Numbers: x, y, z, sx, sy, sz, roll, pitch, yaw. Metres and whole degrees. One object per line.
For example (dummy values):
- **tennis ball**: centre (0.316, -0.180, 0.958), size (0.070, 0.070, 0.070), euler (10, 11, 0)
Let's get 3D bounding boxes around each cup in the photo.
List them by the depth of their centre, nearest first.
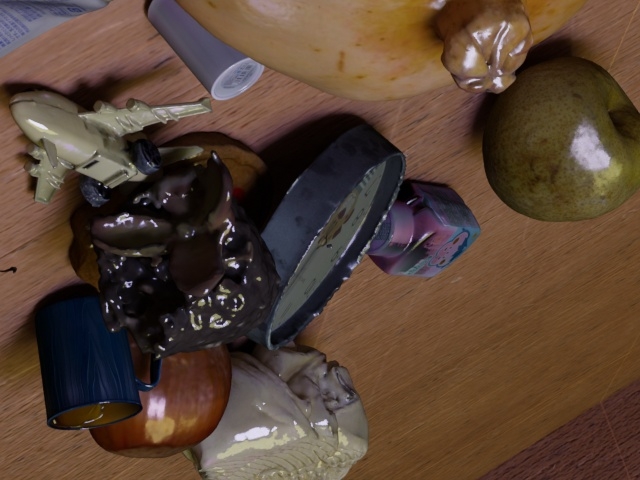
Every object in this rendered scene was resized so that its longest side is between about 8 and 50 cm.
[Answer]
- **cup**: centre (-0.100, -0.201, 1.411), size (0.104, 0.116, 0.074), euler (-13, 150, -50)
- **cup**: centre (-0.274, 0.150, 1.758), size (0.113, 0.138, 0.150), euler (-24, 158, 30)

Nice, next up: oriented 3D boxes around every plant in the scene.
- **plant**: centre (-0.147, 0.026, 1.560), size (0.204, 0.178, 0.234), euler (-27, 165, 6)

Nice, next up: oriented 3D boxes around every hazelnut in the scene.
- **hazelnut**: centre (-0.210, 0.186, 1.888), size (0.214, 0.176, 0.214), euler (-41, 142, -43)

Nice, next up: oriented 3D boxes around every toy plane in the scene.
- **toy plane**: centre (-0.229, -0.096, 1.469), size (0.229, 0.092, 0.244), euler (-28, 161, 22)

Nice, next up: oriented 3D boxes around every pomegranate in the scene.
- **pomegranate**: centre (0.066, -0.285, 1.121), size (0.412, 0.411, 0.411), euler (-26, 154, -14)

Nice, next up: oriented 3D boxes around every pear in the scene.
- **pear**: centre (0.317, -0.127, 1.910), size (0.211, 0.228, 0.188), euler (-30, -160, 36)

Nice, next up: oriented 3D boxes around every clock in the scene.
- **clock**: centre (-0.001, -0.002, 1.791), size (0.312, 0.061, 0.312), euler (-52, 166, -18)

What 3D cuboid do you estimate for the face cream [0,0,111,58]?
- **face cream**: centre (-0.264, -0.212, 1.275), size (0.224, 0.070, 0.114), euler (-25, 155, 10)

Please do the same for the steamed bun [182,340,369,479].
- **steamed bun**: centre (-0.078, 0.253, 2.125), size (0.275, 0.206, 0.320), euler (-20, 155, 6)

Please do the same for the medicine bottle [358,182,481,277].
- **medicine bottle**: centre (0.124, -0.016, 2.005), size (0.119, 0.094, 0.188), euler (-45, 152, 26)

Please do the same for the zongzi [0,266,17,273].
- **zongzi**: centre (-0.422, 0.009, 1.421), size (0.248, 0.111, 0.241), euler (-22, 146, -34)

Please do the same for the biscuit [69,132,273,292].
- **biscuit**: centre (-0.173, -0.020, 1.716), size (0.257, 0.049, 0.273), euler (-33, 153, 0)
